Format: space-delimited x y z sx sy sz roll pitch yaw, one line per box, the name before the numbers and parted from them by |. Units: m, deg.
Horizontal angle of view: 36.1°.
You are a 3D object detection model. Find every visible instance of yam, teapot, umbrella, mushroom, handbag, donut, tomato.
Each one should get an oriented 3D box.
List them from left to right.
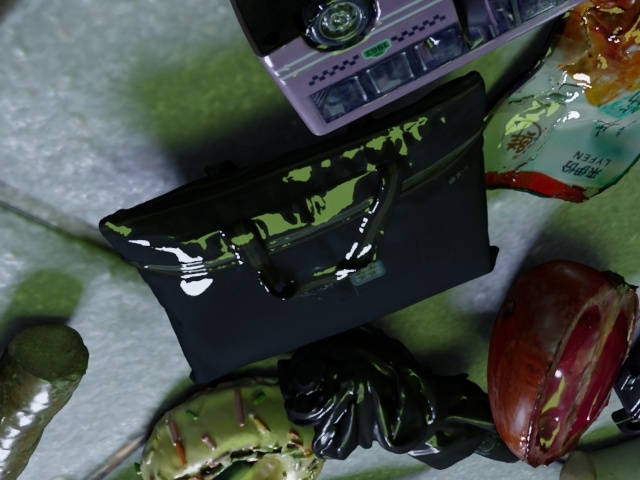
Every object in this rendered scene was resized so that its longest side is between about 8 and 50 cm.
yam | -0.250 0.165 0.743 0.061 0.061 0.274 11 130 -33
donut | -0.069 0.188 0.845 0.174 0.068 0.175 -13 140 -11
handbag | 0.000 0.000 0.660 0.254 0.089 0.211 -23 145 -2
umbrella | 0.093 0.156 0.864 0.118 0.118 0.340 -39 142 17
tomato | 0.187 0.095 0.826 0.189 0.099 0.173 12 103 -54
teapot | 0.339 0.136 0.969 0.096 0.087 0.177 1 134 -19
mushroom | 0.404 0.255 1.117 0.270 0.103 0.118 -19 140 3

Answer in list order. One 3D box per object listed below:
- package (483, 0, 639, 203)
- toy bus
package | 0.206 -0.111 0.675 0.166 0.040 0.232 10 131 -34
toy bus | 0.056 -0.144 0.524 0.198 0.096 0.108 -26 144 6
